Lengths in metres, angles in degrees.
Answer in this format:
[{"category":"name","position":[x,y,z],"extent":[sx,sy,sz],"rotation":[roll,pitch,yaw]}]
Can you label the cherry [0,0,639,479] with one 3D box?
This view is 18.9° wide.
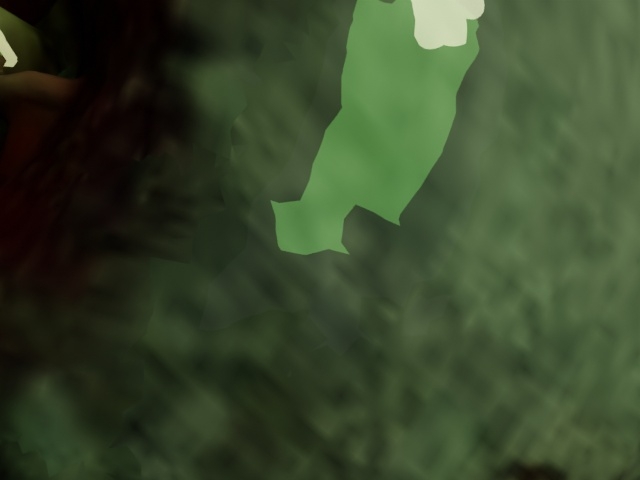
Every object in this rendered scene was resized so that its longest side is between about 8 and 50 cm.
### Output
[{"category":"cherry","position":[0.000,0.000,0.489],"extent":[0.296,0.218,0.255],"rotation":[30,79,-39]}]
